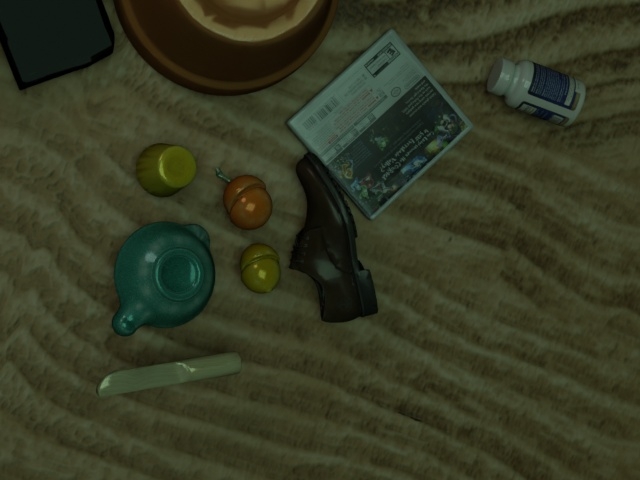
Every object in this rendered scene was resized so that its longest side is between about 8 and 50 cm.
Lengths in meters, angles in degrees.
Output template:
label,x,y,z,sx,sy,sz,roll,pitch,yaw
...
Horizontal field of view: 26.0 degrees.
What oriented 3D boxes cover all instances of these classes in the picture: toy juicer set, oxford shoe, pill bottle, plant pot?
label,x,y,z,sx,sy,sz,roll,pitch,yaw
toy juicer set,-0.160,0.053,1.753,0.209,0.089,0.329,16,81,-25
oxford shoe,0.000,0.000,1.782,0.096,0.083,0.227,-17,95,-7
pill bottle,0.285,-0.200,1.840,0.120,0.067,0.067,19,89,-13
plant pot,-0.102,-0.325,1.681,0.291,0.203,0.290,-1,94,-12

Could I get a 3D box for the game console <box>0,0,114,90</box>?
label,x,y,z,sx,sy,sz,roll,pitch,yaw
game console,-0.449,-0.266,1.690,0.361,0.044,0.213,-22,97,-10

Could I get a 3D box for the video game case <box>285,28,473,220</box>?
label,x,y,z,sx,sy,sz,roll,pitch,yaw
video game case,0.079,-0.152,1.821,0.190,0.022,0.173,-43,100,-8
